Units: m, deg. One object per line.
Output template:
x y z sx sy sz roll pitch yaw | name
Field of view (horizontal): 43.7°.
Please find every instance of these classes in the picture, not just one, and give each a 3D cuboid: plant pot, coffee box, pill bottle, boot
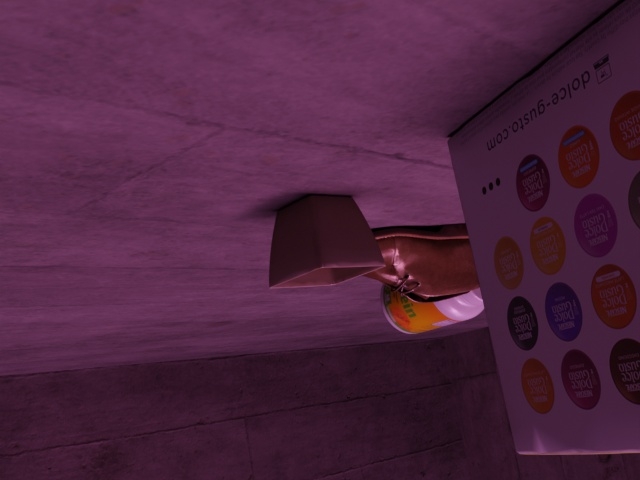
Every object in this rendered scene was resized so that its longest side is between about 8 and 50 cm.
0.000 0.000 1.001 0.109 0.096 0.109 -1 165 -40 | plant pot
0.366 -0.003 0.709 0.338 0.335 0.337 -5 168 -20 | coffee box
0.235 0.093 1.528 0.136 0.136 0.245 -3 166 -31 | pill bottle
0.129 0.043 1.274 0.305 0.115 0.112 -4 169 -21 | boot
